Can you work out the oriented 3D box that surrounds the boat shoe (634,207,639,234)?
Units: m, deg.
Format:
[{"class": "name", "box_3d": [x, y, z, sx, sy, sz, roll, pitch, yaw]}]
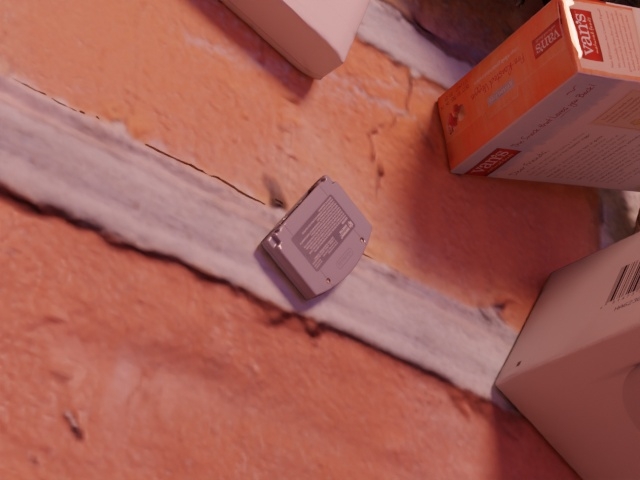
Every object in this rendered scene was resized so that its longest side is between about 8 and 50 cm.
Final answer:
[{"class": "boat shoe", "box_3d": [0.309, -0.020, 1.198, 0.170, 0.059, 0.063, -24, 50, -41]}]

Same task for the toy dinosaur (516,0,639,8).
[{"class": "toy dinosaur", "box_3d": [0.231, -0.188, 1.164, 0.313, 0.121, 0.160, 21, 21, -51]}]

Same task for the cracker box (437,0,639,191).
[{"class": "cracker box", "box_3d": [0.225, -0.100, 1.056, 0.232, 0.156, 0.067, 4, 66, -30]}]

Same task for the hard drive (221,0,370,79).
[{"class": "hard drive", "box_3d": [-0.022, -0.283, 1.035, 0.203, 0.040, 0.307, 40, 46, -21]}]

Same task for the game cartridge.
[{"class": "game cartridge", "box_3d": [0.000, 0.000, 0.924, 0.056, 0.017, 0.083, 49, 44, -7]}]

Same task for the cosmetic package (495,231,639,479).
[{"class": "cosmetic package", "box_3d": [0.288, 0.101, 0.990, 0.224, 0.224, 0.138, 49, 44, -13]}]
